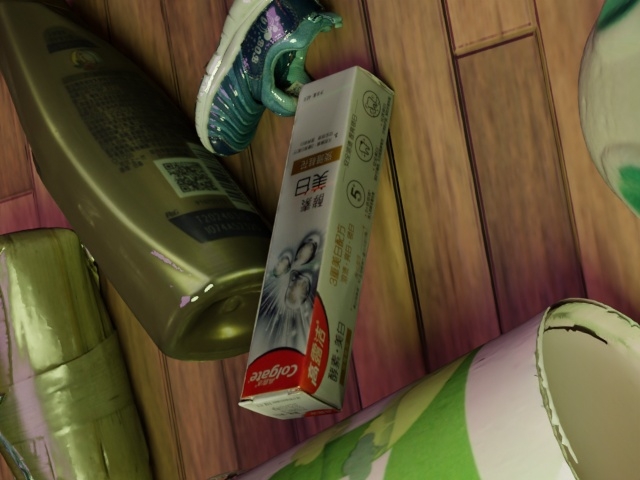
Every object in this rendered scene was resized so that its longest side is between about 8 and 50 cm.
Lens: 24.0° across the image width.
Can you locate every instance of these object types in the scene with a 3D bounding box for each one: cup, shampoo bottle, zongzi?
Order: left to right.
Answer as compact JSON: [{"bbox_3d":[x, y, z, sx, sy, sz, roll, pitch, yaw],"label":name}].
[{"bbox_3d":[-0.238,0.121,1.165,0.256,0.115,0.228,-19,86,49],"label":"zongzi"},{"bbox_3d":[-0.143,-0.068,1.040,0.350,0.126,0.084,51,127,30],"label":"shampoo bottle"},{"bbox_3d":[0.080,0.179,0.792,0.274,0.253,0.253,-38,69,31],"label":"cup"}]

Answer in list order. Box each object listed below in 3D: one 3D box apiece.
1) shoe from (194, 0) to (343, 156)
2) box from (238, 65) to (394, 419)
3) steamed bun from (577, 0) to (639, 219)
[{"bbox_3d":[-0.035,-0.110,0.986,0.071,0.064,0.143,37,125,13],"label":"shoe"},{"bbox_3d":[0.000,0.000,0.906,0.055,0.039,0.218,-16,55,42],"label":"box"},{"bbox_3d":[0.218,-0.073,0.701,0.228,0.131,0.177,0,96,41],"label":"steamed bun"}]
